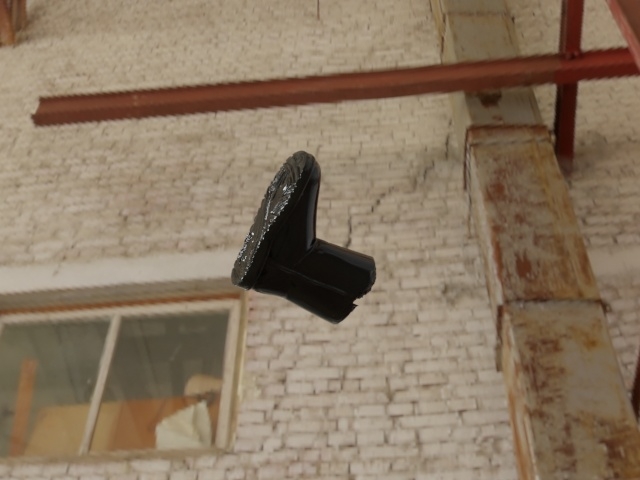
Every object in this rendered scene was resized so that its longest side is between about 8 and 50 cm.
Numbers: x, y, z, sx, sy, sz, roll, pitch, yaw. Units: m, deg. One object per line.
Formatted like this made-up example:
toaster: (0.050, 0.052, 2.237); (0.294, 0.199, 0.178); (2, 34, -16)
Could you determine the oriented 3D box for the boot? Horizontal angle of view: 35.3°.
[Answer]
boot: (0.000, 0.000, 1.569); (0.207, 0.094, 0.247); (20, -73, -24)
